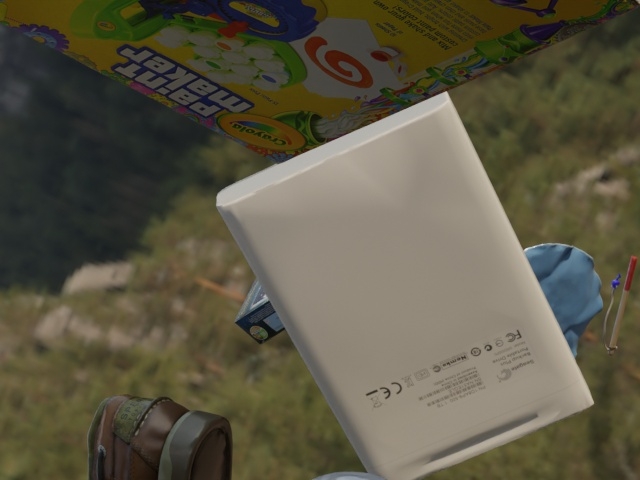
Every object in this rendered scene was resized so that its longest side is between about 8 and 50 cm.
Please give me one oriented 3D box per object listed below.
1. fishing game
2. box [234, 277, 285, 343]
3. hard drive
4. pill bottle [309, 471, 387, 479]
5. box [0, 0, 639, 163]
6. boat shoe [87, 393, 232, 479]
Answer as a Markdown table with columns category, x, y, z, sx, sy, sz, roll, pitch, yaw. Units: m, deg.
| category | x | y | z | sx | sy | sz | roll | pitch | yaw |
| --- | --- | --- | --- | --- | --- | --- | --- | --- | --- |
| fishing game | 0.260 | 0.086 | 1.900 | 0.041 | 0.264 | 0.189 | 41 | 128 | 55 |
| box | 0.000 | 0.000 | 1.831 | 0.159 | 0.044 | 0.233 | -34 | 22 | 42 |
| hard drive | 0.085 | 0.057 | 1.489 | 0.233 | 0.353 | 0.047 | -24 | 25 | 10 |
| pill bottle | 0.020 | 0.222 | 1.052 | 0.067 | 0.067 | 0.120 | -137 | 41 | -72 |
| box | -0.027 | -0.207 | 0.844 | 0.279 | 0.290 | 0.177 | -21 | 55 | 40 |
| boat shoe | -0.140 | 0.267 | 1.252 | 0.111 | 0.104 | 0.307 | -22 | -57 | -65 |
